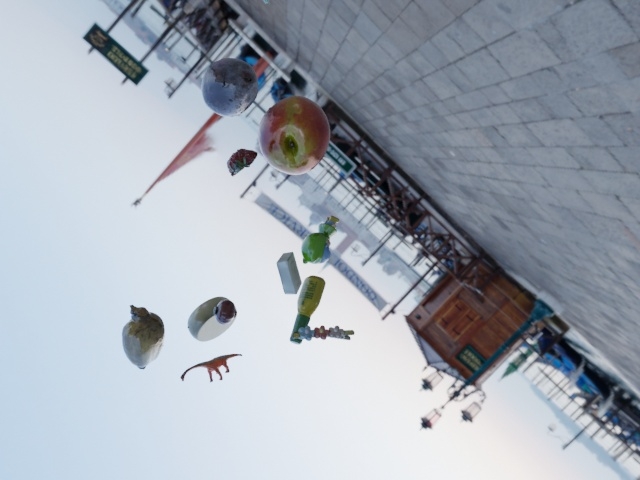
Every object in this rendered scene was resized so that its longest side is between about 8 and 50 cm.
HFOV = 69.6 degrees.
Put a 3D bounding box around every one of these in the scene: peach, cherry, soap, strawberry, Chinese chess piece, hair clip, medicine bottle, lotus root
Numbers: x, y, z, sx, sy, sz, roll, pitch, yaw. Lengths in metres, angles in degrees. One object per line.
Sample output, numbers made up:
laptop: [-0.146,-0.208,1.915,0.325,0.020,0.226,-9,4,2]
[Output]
peach: [-0.126,-0.528,2.281,0.388,0.388,0.388,42,-175,-4]
cherry: [-0.289,-0.502,1.497,0.195,0.195,0.195,42,-175,-4]
soap: [-0.151,0.160,2.220,0.121,0.064,0.183,-60,-41,-64]
strawberry: [-0.351,-0.359,2.038,0.085,0.192,0.140,49,158,-18]
Chinese chess piece: [-0.568,0.413,2.423,0.102,0.273,0.273,45,-175,25]
hair clip: [0.012,0.314,1.556,0.214,0.056,0.062,6,-144,-15]
medicine bottle: [-0.054,0.255,1.700,0.095,0.260,0.064,2,150,33]
lotus root: [-0.633,0.352,1.663,0.140,0.256,0.154,15,-151,10]

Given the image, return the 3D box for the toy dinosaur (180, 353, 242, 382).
toy dinosaur: [-0.406,0.483,1.736,0.279,0.055,0.101,-23,-78,-57]

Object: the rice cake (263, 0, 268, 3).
rice cake: [-0.214,-0.860,1.577,0.022,0.022,0.121,-29,-105,-39]

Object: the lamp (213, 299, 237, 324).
lamp: [-0.378,0.284,1.828,0.090,0.101,0.101,18,-165,-24]

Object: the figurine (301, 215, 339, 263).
figurine: [0.000,0.000,2.218,0.143,0.263,0.162,38,158,-24]
